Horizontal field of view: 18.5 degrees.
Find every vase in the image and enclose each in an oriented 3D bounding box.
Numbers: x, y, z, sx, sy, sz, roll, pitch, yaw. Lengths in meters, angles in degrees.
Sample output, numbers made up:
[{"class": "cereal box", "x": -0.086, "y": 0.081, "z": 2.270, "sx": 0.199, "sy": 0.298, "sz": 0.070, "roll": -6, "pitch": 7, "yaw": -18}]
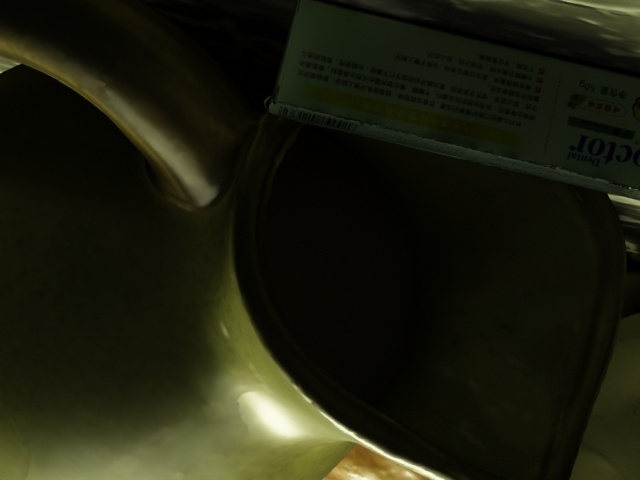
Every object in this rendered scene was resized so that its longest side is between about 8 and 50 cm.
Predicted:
[{"class": "vase", "x": -0.072, "y": -0.004, "z": 0.847, "sx": 0.302, "sy": 0.241, "sz": 0.329, "roll": -8, "pitch": 136, "yaw": 42}]

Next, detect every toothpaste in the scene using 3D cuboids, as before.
[{"class": "toothpaste", "x": 0.062, "y": -0.050, "z": 0.742, "sx": 0.164, "sy": 0.046, "sz": 0.034, "roll": 13, "pitch": 173, "yaw": -2}]

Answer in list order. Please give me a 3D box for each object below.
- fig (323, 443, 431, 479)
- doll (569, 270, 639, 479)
[{"class": "fig", "x": 0.047, "y": 0.067, "z": 1.199, "sx": 0.263, "sy": 0.224, "sz": 0.224, "roll": 32, "pitch": -174, "yaw": 29}, {"class": "doll", "x": 0.208, "y": 0.169, "z": 1.339, "sx": 0.215, "sy": 0.370, "sz": 0.226, "roll": 25, "pitch": 145, "yaw": 5}]
